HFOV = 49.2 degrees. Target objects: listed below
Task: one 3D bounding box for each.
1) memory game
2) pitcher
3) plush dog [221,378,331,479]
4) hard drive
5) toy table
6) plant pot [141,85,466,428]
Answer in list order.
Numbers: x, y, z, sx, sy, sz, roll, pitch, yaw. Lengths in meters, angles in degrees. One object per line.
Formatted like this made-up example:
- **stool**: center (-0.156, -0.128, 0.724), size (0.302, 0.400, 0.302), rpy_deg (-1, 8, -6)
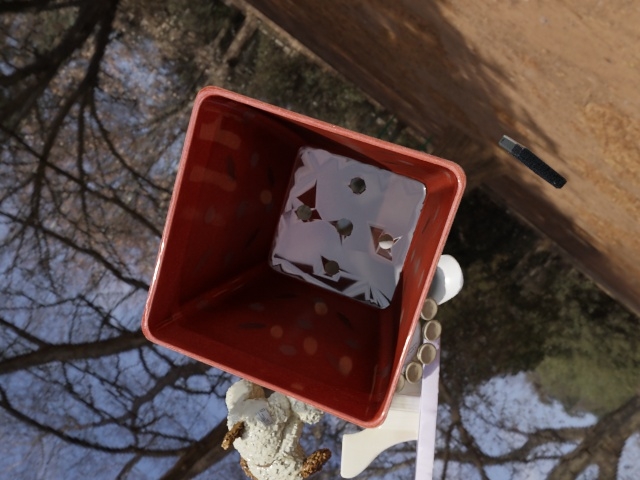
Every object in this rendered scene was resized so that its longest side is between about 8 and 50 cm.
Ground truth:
- **memory game**: center (0.119, 0.152, 1.109), size (0.186, 0.186, 0.012), rpy_deg (29, 171, -31)
- **pitcher**: center (0.127, 0.081, 1.253), size (0.207, 0.177, 0.126), rpy_deg (13, 133, 62)
- **plush dog**: center (-0.107, 0.447, 1.531), size (0.211, 0.262, 0.226), rpy_deg (-50, -56, -49)
- **hard drive**: center (0.358, -0.135, 1.190), size (0.094, 0.022, 0.135), rpy_deg (36, -166, -10)
- **toy table**: center (0.123, 0.284, 1.230), size (0.160, 0.275, 0.252), rpy_deg (3, 151, 7)
- **plant pot**: center (0.000, 0.000, 0.775), size (0.267, 0.267, 0.235), rpy_deg (19, -167, 11)
